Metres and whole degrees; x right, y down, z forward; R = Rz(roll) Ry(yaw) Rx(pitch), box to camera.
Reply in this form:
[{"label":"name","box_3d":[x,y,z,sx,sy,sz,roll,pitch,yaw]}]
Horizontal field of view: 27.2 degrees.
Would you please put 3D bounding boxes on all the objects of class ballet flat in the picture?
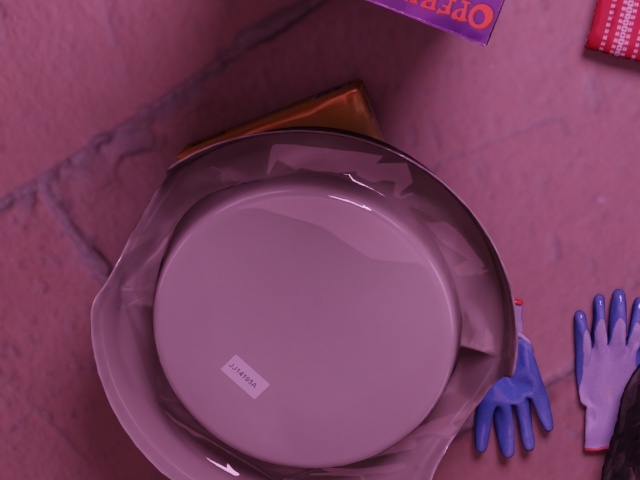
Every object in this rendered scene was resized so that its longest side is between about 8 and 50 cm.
[{"label":"ballet flat","box_3d":[0.291,0.160,1.174,0.057,0.049,0.173,25,107,20]}]

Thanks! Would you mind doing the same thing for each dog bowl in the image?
[{"label":"dog bowl","box_3d":[-0.011,0.064,1.103,0.348,0.102,0.349,2,109,7]}]

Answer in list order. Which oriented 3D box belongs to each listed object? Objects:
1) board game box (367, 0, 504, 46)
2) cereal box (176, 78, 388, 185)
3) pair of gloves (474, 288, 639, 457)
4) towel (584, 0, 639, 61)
[{"label":"board game box","box_3d":[0.028,-0.222,0.930,0.208,0.347,0.056,17,110,1]},{"label":"cereal box","box_3d":[0.000,0.000,1.160,0.173,0.047,0.240,-20,104,13]},{"label":"pair of gloves","box_3d":[0.216,0.121,1.189,0.198,0.023,0.159,-1,108,7]},{"label":"towel","box_3d":[0.369,-0.221,1.060,0.274,0.031,0.199,12,108,3]}]
